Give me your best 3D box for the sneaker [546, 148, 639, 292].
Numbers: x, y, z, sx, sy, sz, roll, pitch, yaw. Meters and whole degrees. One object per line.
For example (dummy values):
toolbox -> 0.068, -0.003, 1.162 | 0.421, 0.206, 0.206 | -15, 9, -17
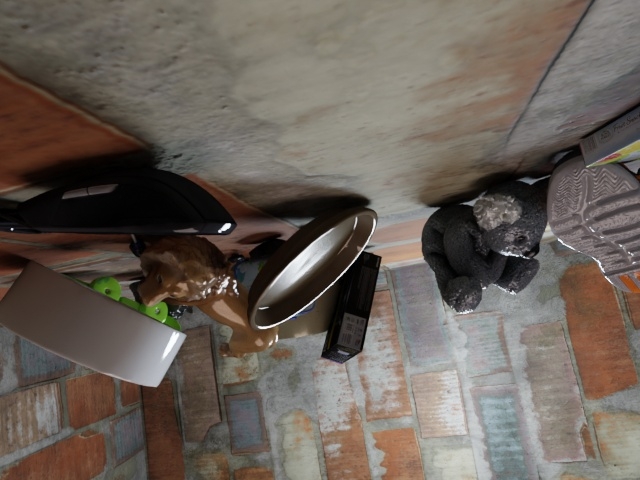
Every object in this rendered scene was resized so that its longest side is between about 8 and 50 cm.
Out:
sneaker -> 0.446, -0.065, 0.655 | 0.124, 0.180, 0.321 | -18, 133, 42

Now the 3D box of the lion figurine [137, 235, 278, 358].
lion figurine -> -0.176, 0.116, 0.762 | 0.240, 0.142, 0.392 | -5, 147, 38

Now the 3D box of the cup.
cup -> -0.076, 0.190, 1.365 | 0.331, 0.237, 0.331 | -10, 172, -1

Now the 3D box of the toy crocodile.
toy crocodile -> -0.470, 0.166, 0.963 | 0.115, 0.105, 0.340 | -14, 146, 29

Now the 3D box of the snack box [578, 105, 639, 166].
snack box -> 0.373, -0.124, 0.449 | 0.100, 0.037, 0.141 | -10, 172, -5

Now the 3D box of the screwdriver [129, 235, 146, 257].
screwdriver -> -0.274, -0.001, 0.623 | 0.025, 0.024, 0.170 | 24, 159, -15

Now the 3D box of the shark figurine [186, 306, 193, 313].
shark figurine -> -0.399, 0.174, 1.340 | 0.278, 0.116, 0.166 | -8, 173, 5

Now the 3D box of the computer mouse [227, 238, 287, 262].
computer mouse -> -0.142, 0.025, 0.910 | 0.242, 0.041, 0.071 | -8, 176, 43

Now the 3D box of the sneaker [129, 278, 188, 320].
sneaker -> -0.377, 0.146, 1.105 | 0.286, 0.130, 0.109 | -15, 175, 30

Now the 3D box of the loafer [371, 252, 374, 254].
loafer -> 0.112, 0.089, 1.485 | 0.170, 0.061, 0.062 | -12, 172, 21

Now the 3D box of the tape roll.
tape roll -> -0.382, 0.143, 0.717 | 0.286, 0.100, 0.286 | 23, 162, 8

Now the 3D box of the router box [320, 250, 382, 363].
router box -> 0.096, 0.218, 1.337 | 0.081, 0.309, 0.243 | 18, 154, -3

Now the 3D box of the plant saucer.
plant saucer -> -0.016, 0.042, 0.698 | 0.278, 0.041, 0.278 | -39, 162, -15

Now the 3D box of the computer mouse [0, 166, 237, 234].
computer mouse -> -0.214, -0.036, 0.347 | 0.262, 0.060, 0.184 | 0, 178, 16

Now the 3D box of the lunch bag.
lunch bag -> -0.127, 0.132, 1.130 | 0.219, 0.176, 0.090 | -4, 170, -25

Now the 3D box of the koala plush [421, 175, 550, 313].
koala plush -> 0.296, -0.021, 0.716 | 0.196, 0.203, 0.221 | -15, 154, -26
